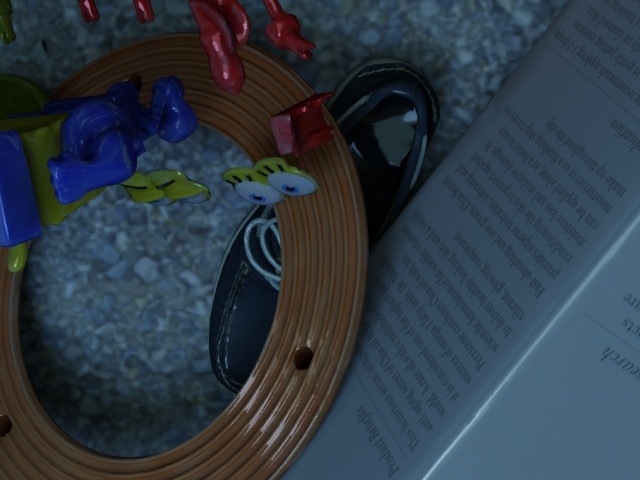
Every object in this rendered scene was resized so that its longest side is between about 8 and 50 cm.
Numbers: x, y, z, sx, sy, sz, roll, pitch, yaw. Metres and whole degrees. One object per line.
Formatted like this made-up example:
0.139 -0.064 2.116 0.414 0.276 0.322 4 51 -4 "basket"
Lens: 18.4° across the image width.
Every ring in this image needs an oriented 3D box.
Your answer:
-0.107 0.031 1.260 0.336 0.032 0.337 -10 73 34 "ring"

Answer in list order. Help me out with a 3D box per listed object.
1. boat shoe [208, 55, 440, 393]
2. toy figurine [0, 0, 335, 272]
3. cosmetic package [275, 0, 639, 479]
0.000 0.000 1.289 0.095 0.079 0.254 33 104 -7 "boat shoe"
-0.197 -0.072 1.155 0.362 0.217 0.191 0 112 43 "toy figurine"
0.149 0.043 1.167 0.161 0.230 0.453 35 100 -24 "cosmetic package"
